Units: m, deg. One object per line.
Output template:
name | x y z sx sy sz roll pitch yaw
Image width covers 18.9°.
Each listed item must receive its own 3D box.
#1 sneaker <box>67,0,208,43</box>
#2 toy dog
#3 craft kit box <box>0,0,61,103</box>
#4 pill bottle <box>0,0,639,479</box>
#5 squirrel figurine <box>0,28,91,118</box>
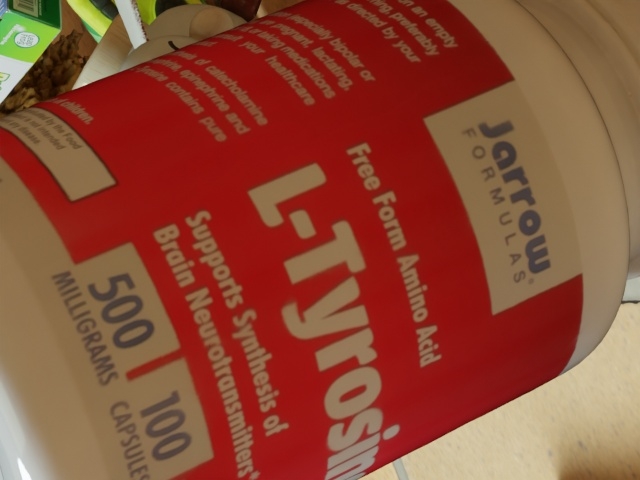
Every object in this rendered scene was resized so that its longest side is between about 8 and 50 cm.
sneaker | -0.093 -0.119 1.477 0.295 0.109 0.123 59 -177 8
toy dog | -0.065 -0.123 1.263 0.220 0.161 0.334 27 180 -25
craft kit box | -0.300 -0.210 1.625 0.246 0.061 0.250 -39 45 40
pill bottle | 0.000 0.000 0.951 0.229 0.408 0.229 48 152 36
squirrel figurine | -0.237 0.031 1.679 0.370 0.281 0.397 -16 95 68
